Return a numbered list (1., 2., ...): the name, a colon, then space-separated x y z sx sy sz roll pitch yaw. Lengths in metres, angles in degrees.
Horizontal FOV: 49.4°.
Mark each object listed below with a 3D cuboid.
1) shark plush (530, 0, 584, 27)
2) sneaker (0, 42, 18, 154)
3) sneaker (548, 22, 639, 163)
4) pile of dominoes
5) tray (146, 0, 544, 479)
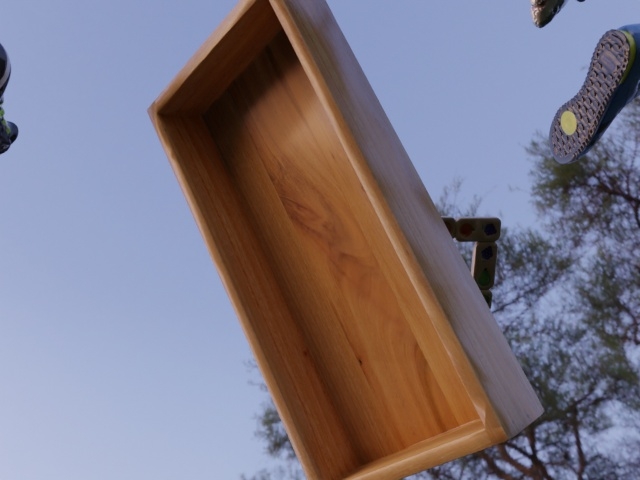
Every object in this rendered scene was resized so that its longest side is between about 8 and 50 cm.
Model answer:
1. shark plush: 0.287 -0.303 0.806 0.073 0.161 0.067 -6 -66 47
2. sneaker: -0.379 -0.144 0.769 0.234 0.084 0.097 -30 -19 38
3. sneaker: 0.357 -0.174 0.860 0.082 0.069 0.209 -12 -34 -20
4. pile of dominoes: 0.092 0.071 0.793 0.251 0.040 0.196 -1 -79 -15
5. tray: 0.000 0.000 0.610 0.076 0.411 0.203 -9 -21 -49
